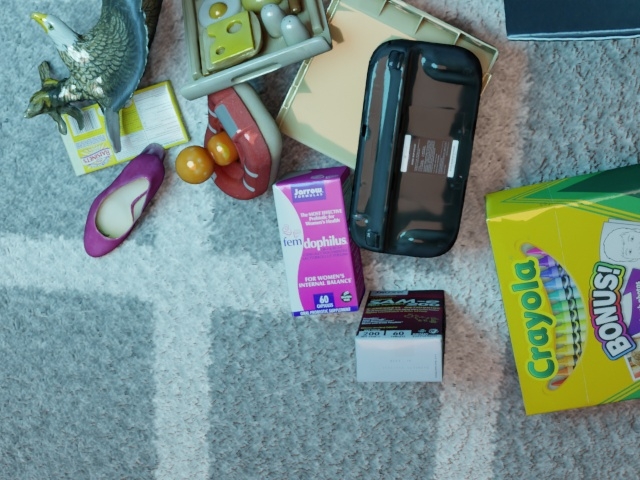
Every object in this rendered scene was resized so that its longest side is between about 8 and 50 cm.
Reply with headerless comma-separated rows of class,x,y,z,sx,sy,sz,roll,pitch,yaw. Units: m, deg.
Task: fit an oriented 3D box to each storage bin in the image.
storage bin,0.100,-0.230,1.509,0.262,0.123,0.260,27,106,0

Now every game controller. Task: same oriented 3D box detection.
game controller,0.138,-0.129,1.444,0.166,0.067,0.319,4,107,-9

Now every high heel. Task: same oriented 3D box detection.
high heel,-0.326,-0.045,1.608,0.082,0.117,0.244,37,114,-16

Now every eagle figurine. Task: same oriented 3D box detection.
eagle figurine,-0.324,-0.292,1.482,0.298,0.225,0.226,-37,71,19

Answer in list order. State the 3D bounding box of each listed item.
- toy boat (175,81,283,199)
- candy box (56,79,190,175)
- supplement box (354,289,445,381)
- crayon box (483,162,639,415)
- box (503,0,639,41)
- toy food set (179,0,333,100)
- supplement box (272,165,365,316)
toy boat,-0.152,-0.136,1.507,0.151,0.231,0.151,-29,77,-14
candy box,-0.325,-0.184,1.627,0.206,0.027,0.105,-15,105,12
supplement box,0.130,0.144,1.543,0.130,0.239,0.073,-1,103,8
crayon box,0.438,0.077,1.522,0.313,0.106,0.363,-12,114,10
box,0.466,-0.508,1.178,0.472,0.297,0.479,-15,106,-30
toy food set,-0.116,-0.355,1.441,0.220,0.306,0.092,-18,144,12
supplement box,0.000,0.000,1.590,0.111,0.114,0.220,-6,102,10
